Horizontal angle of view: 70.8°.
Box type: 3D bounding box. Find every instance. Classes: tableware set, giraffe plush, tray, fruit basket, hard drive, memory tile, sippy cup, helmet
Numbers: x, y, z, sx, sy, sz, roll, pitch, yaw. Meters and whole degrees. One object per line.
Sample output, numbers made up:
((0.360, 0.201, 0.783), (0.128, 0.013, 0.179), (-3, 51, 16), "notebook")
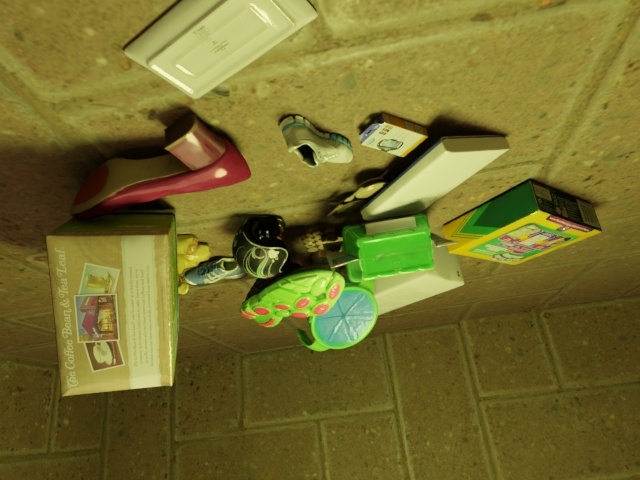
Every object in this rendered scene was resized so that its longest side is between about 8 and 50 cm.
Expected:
((0.101, -0.119, 1.149), (0.128, 0.039, 0.194), (-11, 167, -29), "tableware set")
((-0.430, 0.086, 1.301), (0.181, 0.171, 0.210), (-21, 153, 31), "giraffe plush")
((-0.150, -0.297, 0.667), (0.270, 0.030, 0.145), (-21, 153, 29), "tray")
((0.172, -0.001, 1.262), (0.326, 0.166, 0.353), (-9, -166, -1), "fruit basket")
((0.262, -0.143, 1.081), (0.210, 0.040, 0.318), (-10, 162, -32), "hard drive")
((0.000, 0.000, 1.430), (0.113, 0.012, 0.148), (-10, 157, 6), "memory tile")
((0.043, 0.203, 1.514), (0.305, 0.224, 0.240), (-23, 121, -10), "sippy cup")
((-0.161, 0.026, 1.255), (0.169, 0.170, 0.162), (1, 139, -18), "helmet")

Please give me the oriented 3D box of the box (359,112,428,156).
((0.147, -0.220, 0.941), (0.136, 0.028, 0.081), (10, 152, -31), "box")

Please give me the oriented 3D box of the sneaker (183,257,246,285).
((-0.346, 0.092, 1.479), (0.210, 0.080, 0.081), (-13, 152, -11), "sneaker")

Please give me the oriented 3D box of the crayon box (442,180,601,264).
((0.625, -0.037, 1.409), (0.362, 0.106, 0.313), (10, 153, -34), "crayon box")

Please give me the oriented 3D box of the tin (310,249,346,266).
((0.058, 0.059, 1.559), (0.189, 0.040, 0.106), (0, 160, -17), "tin")

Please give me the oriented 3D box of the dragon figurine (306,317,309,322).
((-0.034, 0.214, 1.686), (0.085, 0.290, 0.144), (1, -166, -14), "dragon figurine")

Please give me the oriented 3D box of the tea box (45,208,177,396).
((-0.437, 0.112, 1.011), (0.219, 0.330, 0.323), (-1, -166, -14), "tea box")

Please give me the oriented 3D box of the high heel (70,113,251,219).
((-0.333, -0.103, 0.930), (0.376, 0.127, 0.181), (-21, 143, 22), "high heel")

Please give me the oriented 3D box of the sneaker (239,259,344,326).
((-0.103, 0.134, 1.395), (0.185, 0.203, 0.482), (31, 149, -26), "sneaker")

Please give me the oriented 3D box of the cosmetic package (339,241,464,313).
((0.259, 0.143, 1.650), (0.229, 0.162, 0.453), (14, 150, -40), "cosmetic package")

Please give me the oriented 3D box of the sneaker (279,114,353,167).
((-0.004, -0.179, 0.920), (0.190, 0.083, 0.071), (13, 149, -41), "sneaker")
